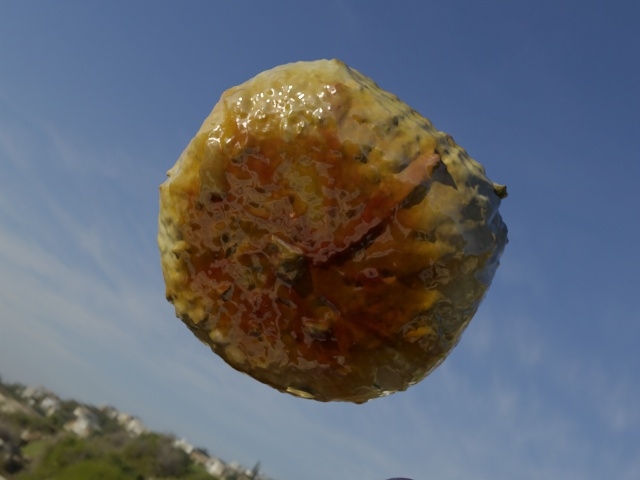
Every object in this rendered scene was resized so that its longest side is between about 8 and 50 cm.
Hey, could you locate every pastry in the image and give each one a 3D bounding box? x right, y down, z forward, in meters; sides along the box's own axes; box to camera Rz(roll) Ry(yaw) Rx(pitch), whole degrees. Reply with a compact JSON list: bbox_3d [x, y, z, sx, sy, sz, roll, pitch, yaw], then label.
[{"bbox_3d":[0.000,0.000,0.610,0.192,0.182,0.093,37,22,6],"label":"pastry"}]

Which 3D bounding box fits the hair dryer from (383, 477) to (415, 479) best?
[{"bbox_3d":[-0.009,0.161,0.491,0.210,0.125,0.352,-18,-5,30],"label":"hair dryer"}]
